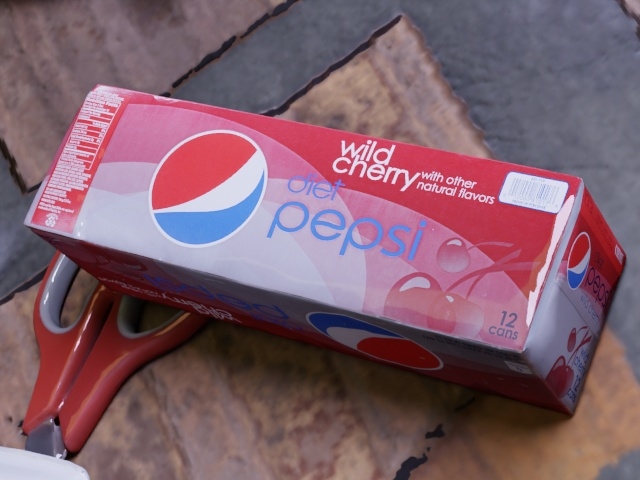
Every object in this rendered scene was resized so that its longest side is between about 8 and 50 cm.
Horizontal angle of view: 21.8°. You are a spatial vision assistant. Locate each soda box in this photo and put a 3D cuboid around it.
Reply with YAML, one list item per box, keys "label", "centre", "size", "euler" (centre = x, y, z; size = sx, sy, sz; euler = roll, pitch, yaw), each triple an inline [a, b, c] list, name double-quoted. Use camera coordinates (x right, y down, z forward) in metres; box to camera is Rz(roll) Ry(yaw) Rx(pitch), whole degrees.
- label: "soda box"
  centre: [0.000, 0.000, 0.773]
  size: [0.263, 0.092, 0.083]
  euler: [14, 74, 28]

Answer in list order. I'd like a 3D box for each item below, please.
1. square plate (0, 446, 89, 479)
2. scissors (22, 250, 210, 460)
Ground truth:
- label: "square plate"
  centre: [-0.315, 0.239, 0.789]
  size: [0.344, 0.049, 0.347]
  euler: [10, 74, 14]
- label: "scissors"
  centre: [-0.148, 0.106, 0.864]
  size: [0.109, 0.021, 0.297]
  euler: [26, 82, 33]
